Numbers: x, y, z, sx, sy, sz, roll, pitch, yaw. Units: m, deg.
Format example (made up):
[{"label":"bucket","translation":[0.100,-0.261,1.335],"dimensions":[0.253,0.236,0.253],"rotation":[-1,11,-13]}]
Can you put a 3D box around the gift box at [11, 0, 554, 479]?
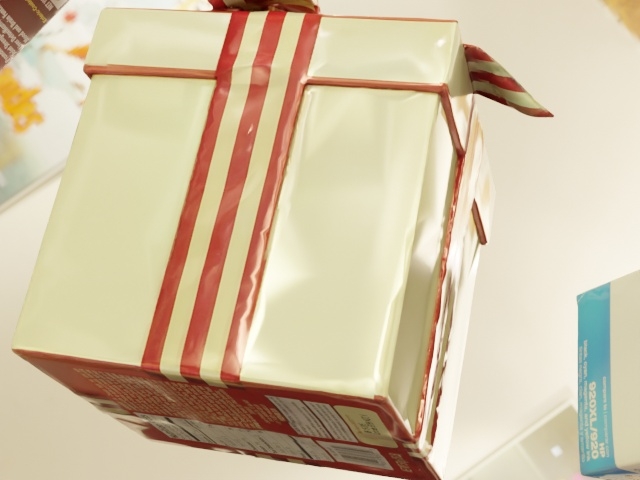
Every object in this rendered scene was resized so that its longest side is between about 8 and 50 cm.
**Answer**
[{"label":"gift box","translation":[0.000,0.000,0.742],"dimensions":[0.255,0.276,0.258],"rotation":[68,30,-66]}]

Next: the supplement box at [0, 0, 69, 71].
[{"label":"supplement box","translation":[-0.307,-0.162,0.888],"dimensions":[0.073,0.239,0.130],"rotation":[40,-7,23]}]

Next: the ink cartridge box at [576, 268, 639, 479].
[{"label":"ink cartridge box","translation":[0.346,0.107,0.942],"dimensions":[0.233,0.171,0.168],"rotation":[144,-45,-60]}]
